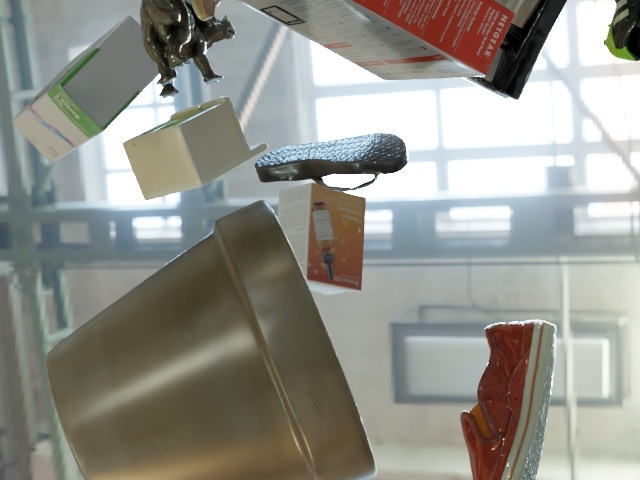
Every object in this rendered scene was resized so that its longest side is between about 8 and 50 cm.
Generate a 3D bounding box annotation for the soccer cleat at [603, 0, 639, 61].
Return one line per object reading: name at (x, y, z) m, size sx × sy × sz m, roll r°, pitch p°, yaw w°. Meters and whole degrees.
soccer cleat at (0.434, -0.335, 1.694) m, size 0.060 × 0.072 × 0.179 m, roll -18°, pitch -59°, yaw -26°

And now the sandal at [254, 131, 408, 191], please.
sandal at (0.023, -0.102, 1.679) m, size 0.097 × 0.254 × 0.054 m, roll -38°, pitch -63°, yaw -40°

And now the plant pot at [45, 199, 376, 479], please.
plant pot at (-0.127, 0.155, 1.308) m, size 0.323 × 0.280 × 0.323 m, roll 157°, pitch 90°, yaw -84°

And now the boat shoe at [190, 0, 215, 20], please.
boat shoe at (-0.166, -0.392, 1.797) m, size 0.050 × 0.045 × 0.135 m, roll -13°, pitch -81°, yaw -64°

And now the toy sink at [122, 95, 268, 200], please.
toy sink at (-0.235, -0.186, 2.330) m, size 0.234 × 0.153 × 0.131 m, roll -35°, pitch -71°, yaw -51°

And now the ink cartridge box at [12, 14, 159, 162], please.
ink cartridge box at (-0.426, -0.273, 2.251) m, size 0.117 × 0.278 × 0.201 m, roll 47°, pitch -118°, yaw -16°

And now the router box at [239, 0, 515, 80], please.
router box at (0.025, -0.296, 1.468) m, size 0.301 × 0.335 × 0.082 m, roll 26°, pitch -92°, yaw -19°

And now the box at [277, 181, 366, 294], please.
box at (0.000, 0.000, 2.118) m, size 0.130 × 0.091 × 0.170 m, roll 12°, pitch -105°, yaw -40°

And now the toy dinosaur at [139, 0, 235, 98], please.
toy dinosaur at (-0.226, -0.315, 1.838) m, size 0.313 × 0.121 × 0.160 m, roll 17°, pitch -126°, yaw -71°

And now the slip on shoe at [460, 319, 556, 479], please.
slip on shoe at (0.223, 0.250, 1.539) m, size 0.123 × 0.101 × 0.331 m, roll 64°, pitch -143°, yaw -59°

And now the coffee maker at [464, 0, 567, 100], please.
coffee maker at (0.255, -0.278, 1.603) m, size 0.171 × 0.120 × 0.178 m, roll 19°, pitch -76°, yaw -32°
